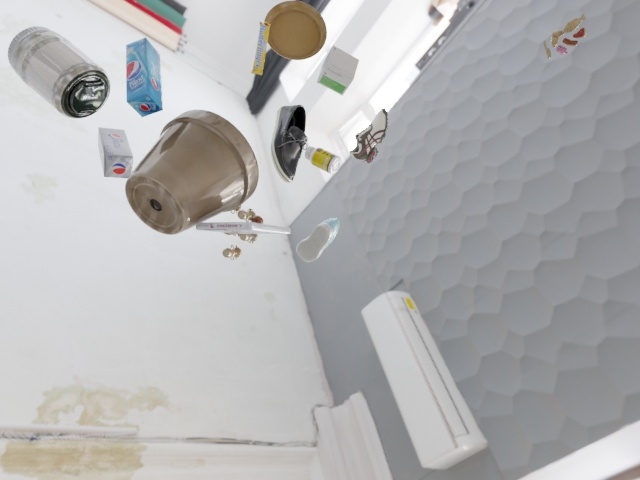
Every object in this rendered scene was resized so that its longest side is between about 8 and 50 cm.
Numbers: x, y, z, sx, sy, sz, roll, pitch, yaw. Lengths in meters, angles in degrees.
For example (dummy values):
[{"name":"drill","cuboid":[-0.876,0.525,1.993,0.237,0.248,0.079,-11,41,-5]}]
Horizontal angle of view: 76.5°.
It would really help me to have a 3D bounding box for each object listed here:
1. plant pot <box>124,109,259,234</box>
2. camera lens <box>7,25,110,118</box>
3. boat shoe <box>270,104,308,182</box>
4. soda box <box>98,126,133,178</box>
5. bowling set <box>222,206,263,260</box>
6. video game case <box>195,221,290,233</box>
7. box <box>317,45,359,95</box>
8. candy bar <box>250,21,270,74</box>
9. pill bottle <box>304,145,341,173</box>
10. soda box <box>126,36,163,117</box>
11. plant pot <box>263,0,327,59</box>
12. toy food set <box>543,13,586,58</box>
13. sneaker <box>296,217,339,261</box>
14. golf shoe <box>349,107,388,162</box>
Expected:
[{"name":"plant pot","cuboid":[-0.382,-0.170,1.163,0.323,0.323,0.280,39,-137,-7]},{"name":"camera lens","cuboid":[-0.924,-0.594,1.456,0.274,0.219,0.219,40,-154,3]},{"name":"boat shoe","cuboid":[-0.161,-0.548,2.228,0.187,0.156,0.500,38,-133,-50]},{"name":"soda box","cuboid":[-0.783,-0.337,1.545,0.098,0.091,0.286,-2,-147,-33]},{"name":"bowling set","cuboid":[-0.326,-0.055,1.800,0.154,0.200,0.287,1,-92,-74]},{"name":"video game case","cuboid":[-0.212,-0.034,1.144,0.201,0.183,0.023,4,-93,-65]},{"name":"box","cuboid":[0.058,-0.555,1.330,0.101,0.087,0.102,22,-119,-16]},{"name":"candy bar","cuboid":[-0.186,-0.600,1.268,0.040,0.161,0.018,14,-172,17]},{"name":"pill bottle","cuboid":[0.006,-0.271,1.351,0.116,0.065,0.065,30,-160,25]},{"name":"soda box","cuboid":[-0.489,-0.453,1.126,0.071,0.067,0.210,54,-158,-66]},{"name":"plant pot","cuboid":[-0.094,-0.777,1.514,0.236,0.236,0.032,42,170,-1]},{"name":"toy food set","cuboid":[0.715,-0.585,1.177,0.019,0.122,0.078,-19,-88,-29]},{"name":"sneaker","cuboid":[0.000,0.000,2.200,0.150,0.366,0.135,-33,-95,-38]},{"name":"golf shoe","cuboid":[0.229,-0.484,1.877,0.120,0.273,0.105,9,-142,-15]}]
